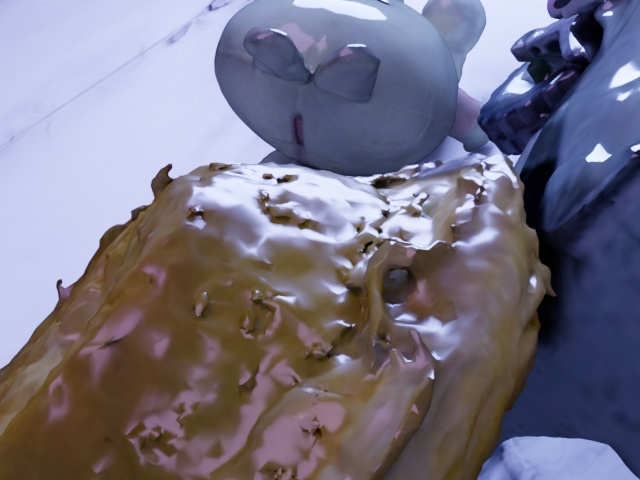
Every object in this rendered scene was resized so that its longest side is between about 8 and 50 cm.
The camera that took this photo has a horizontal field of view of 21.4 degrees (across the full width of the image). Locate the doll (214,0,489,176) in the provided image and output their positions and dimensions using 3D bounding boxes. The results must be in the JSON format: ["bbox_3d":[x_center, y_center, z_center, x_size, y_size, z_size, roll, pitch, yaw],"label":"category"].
[{"bbox_3d":[0.022,-0.089,0.966,0.155,0.113,0.275,20,17,10],"label":"doll"}]

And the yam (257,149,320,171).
[{"bbox_3d":[0.000,0.000,0.948,0.068,0.068,0.169,-35,25,0],"label":"yam"}]

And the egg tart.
[{"bbox_3d":[-0.048,0.066,0.554,0.295,0.116,0.295,-47,12,13],"label":"egg tart"}]

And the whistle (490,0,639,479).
[{"bbox_3d":[0.123,0.010,0.643,0.404,0.188,0.168,-20,29,28],"label":"whistle"}]

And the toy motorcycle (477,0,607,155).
[{"bbox_3d":[0.212,-0.130,0.850,0.188,0.143,0.327,-45,11,-26],"label":"toy motorcycle"}]
